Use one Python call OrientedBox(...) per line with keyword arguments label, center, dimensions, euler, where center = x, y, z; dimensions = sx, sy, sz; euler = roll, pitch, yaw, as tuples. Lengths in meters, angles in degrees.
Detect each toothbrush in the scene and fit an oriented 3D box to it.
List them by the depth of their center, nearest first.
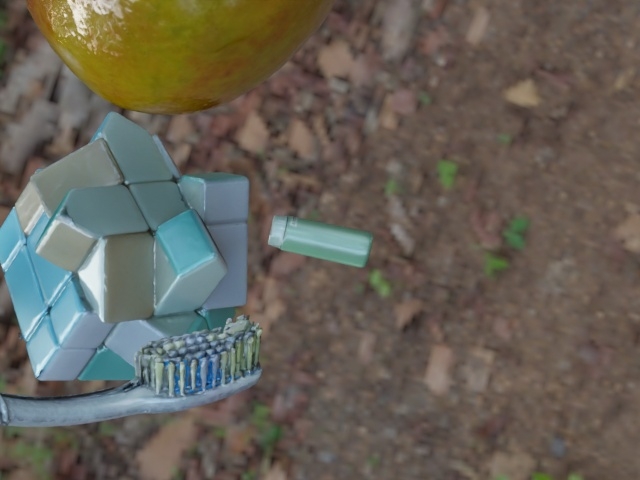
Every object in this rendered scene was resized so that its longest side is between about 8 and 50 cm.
OrientedBox(label="toothbrush", center=(-0.216, 0.092, 0.928), dimensions=(0.035, 0.413, 0.042), euler=(41, 135, 53))

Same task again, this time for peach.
OrientedBox(label="peach", center=(-0.120, -0.259, 1.655), dimensions=(0.332, 0.308, 0.308), euler=(129, 139, -52))

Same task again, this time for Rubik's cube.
OrientedBox(label="Rubik's cube", center=(-0.187, 0.019, 1.873), dimensions=(0.213, 0.224, 0.265), euler=(-50, 51, 39))

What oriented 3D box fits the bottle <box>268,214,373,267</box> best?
OrientedBox(label="bottle", center=(0.000, 0.000, 1.569), dimensions=(0.030, 0.083, 0.030), euler=(-168, 90, -89))
